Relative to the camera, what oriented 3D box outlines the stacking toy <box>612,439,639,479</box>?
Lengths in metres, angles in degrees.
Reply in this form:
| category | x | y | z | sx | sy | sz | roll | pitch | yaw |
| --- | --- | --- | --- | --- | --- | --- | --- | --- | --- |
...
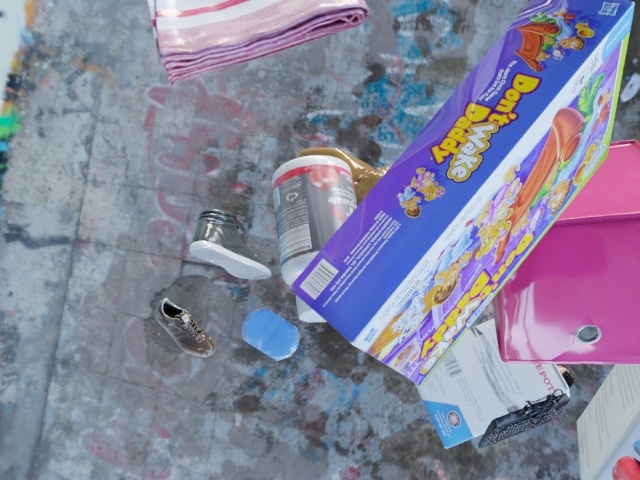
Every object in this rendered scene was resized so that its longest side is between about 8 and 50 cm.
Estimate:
| category | x | y | z | sx | sy | sz | roll | pitch | yaw |
| --- | --- | --- | --- | --- | --- | --- | --- | --- | --- |
| stacking toy | 0.286 | 0.356 | 0.517 | 0.302 | 0.166 | 0.175 | -40 | 60 | 12 |

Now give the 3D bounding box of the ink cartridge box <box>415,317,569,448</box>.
| category | x | y | z | sx | sy | sz | roll | pitch | yaw |
| --- | --- | --- | --- | --- | --- | --- | --- | --- | --- |
| ink cartridge box | 0.392 | 0.330 | 1.215 | 0.308 | 0.129 | 0.223 | -25 | 70 | 5 |

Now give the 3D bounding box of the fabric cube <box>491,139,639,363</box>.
| category | x | y | z | sx | sy | sz | roll | pitch | yaw |
| --- | --- | --- | --- | --- | --- | --- | --- | --- | --- |
| fabric cube | 0.406 | 0.016 | 0.812 | 0.254 | 0.259 | 0.258 | -4 | 120 | 15 |

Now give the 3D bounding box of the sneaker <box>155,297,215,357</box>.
| category | x | y | z | sx | sy | sz | roll | pitch | yaw |
| --- | --- | --- | --- | --- | --- | --- | --- | --- | --- |
| sneaker | -0.340 | 0.218 | 1.255 | 0.188 | 0.066 | 0.071 | 34 | 134 | 12 |

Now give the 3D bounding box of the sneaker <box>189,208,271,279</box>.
| category | x | y | z | sx | sy | sz | roll | pitch | yaw |
| --- | --- | --- | --- | --- | --- | --- | --- | --- | --- |
| sneaker | -0.233 | 0.009 | 1.393 | 0.105 | 0.296 | 0.146 | -16 | 59 | 30 |

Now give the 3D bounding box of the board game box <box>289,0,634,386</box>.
| category | x | y | z | sx | sy | sz | roll | pitch | yaw |
| --- | --- | --- | --- | --- | --- | --- | --- | --- | --- |
| board game box | 0.154 | -0.030 | 0.497 | 0.078 | 0.233 | 0.347 | 38 | 87 | 33 |

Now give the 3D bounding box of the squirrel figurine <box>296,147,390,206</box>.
| category | x | y | z | sx | sy | sz | roll | pitch | yaw |
| --- | --- | --- | --- | --- | --- | --- | --- | --- | --- |
| squirrel figurine | 0.145 | -0.076 | 1.394 | 0.397 | 0.370 | 0.280 | -6 | 71 | 29 |

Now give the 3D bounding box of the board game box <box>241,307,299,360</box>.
| category | x | y | z | sx | sy | sz | roll | pitch | yaw |
| --- | --- | --- | --- | --- | --- | --- | --- | --- | --- |
| board game box | -0.139 | 0.262 | 1.441 | 0.169 | 0.033 | 0.133 | 32 | 112 | -2 |

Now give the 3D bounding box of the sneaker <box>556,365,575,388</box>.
| category | x | y | z | sx | sy | sz | roll | pitch | yaw |
| --- | --- | --- | --- | --- | --- | --- | --- | --- | --- |
| sneaker | 0.613 | 0.404 | 1.371 | 0.161 | 0.075 | 0.057 | -43 | 97 | 2 |

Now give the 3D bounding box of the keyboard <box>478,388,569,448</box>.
| category | x | y | z | sx | sy | sz | roll | pitch | yaw |
| --- | --- | --- | --- | --- | --- | --- | --- | --- | --- |
| keyboard | 0.368 | 0.318 | 0.875 | 0.038 | 0.192 | 0.100 | 49 | 138 | 46 |

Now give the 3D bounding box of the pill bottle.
| category | x | y | z | sx | sy | sz | roll | pitch | yaw |
| --- | --- | --- | --- | --- | --- | --- | --- | --- | --- |
| pill bottle | 0.000 | 0.000 | 1.042 | 0.177 | 0.176 | 0.318 | -14 | 69 | 16 |

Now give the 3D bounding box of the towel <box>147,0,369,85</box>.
| category | x | y | z | sx | sy | sz | roll | pitch | yaw |
| --- | --- | --- | --- | --- | --- | --- | --- | --- | --- |
| towel | -0.104 | -0.351 | 0.612 | 0.237 | 0.037 | 0.328 | -18 | 65 | -1 |

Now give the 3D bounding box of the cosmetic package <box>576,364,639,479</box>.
| category | x | y | z | sx | sy | sz | roll | pitch | yaw |
| --- | --- | --- | --- | --- | --- | --- | --- | --- | --- |
| cosmetic package | 0.875 | 0.462 | 1.207 | 0.328 | 0.329 | 0.393 | 26 | 113 | 18 |
